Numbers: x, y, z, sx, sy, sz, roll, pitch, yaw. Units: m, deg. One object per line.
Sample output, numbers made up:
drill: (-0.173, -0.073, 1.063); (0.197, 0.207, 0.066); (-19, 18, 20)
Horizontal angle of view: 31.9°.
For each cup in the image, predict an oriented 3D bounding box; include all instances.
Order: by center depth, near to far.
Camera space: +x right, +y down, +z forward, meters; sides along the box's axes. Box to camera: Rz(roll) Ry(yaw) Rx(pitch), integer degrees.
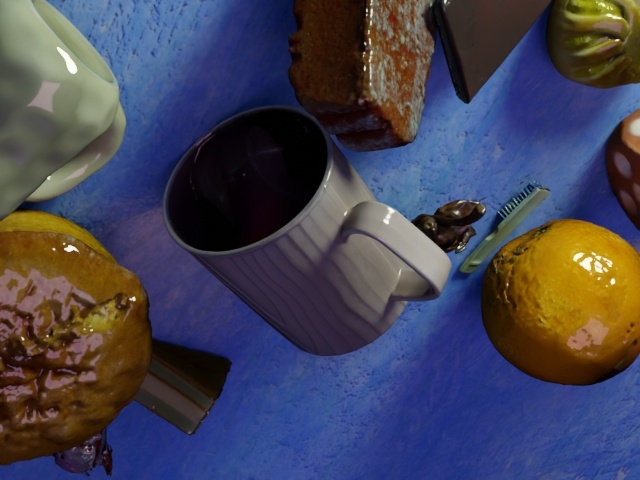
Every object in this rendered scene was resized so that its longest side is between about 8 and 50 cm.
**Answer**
cup: (-0.296, -0.112, 1.142); (0.202, 0.173, 0.255); (-40, 132, 7)
cup: (-0.001, -0.015, 1.331); (0.288, 0.208, 0.273); (-18, 140, 22)

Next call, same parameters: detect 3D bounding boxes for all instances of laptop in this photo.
laptop: (0.208, -0.283, 1.329); (0.207, 0.026, 0.154); (-50, 138, -25)

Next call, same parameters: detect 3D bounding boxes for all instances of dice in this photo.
dice: (0.528, -0.100, 1.600); (0.174, 0.179, 0.175); (-28, 128, -6)

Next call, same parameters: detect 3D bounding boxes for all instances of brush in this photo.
brush: (0.260, -0.019, 1.618); (0.033, 0.030, 0.178); (5, 133, -50)

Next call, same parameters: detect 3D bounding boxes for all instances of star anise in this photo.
star anise: (0.160, -0.009, 1.489); (0.234, 0.073, 0.177); (-32, 180, 35)

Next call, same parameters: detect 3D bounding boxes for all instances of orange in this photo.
orange: (0.352, 0.090, 1.600); (0.246, 0.246, 0.246); (-15, 130, -18)

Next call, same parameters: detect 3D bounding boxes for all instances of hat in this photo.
hat: (-0.375, 0.233, 1.431); (0.228, 0.128, 0.140); (5, 140, -11)

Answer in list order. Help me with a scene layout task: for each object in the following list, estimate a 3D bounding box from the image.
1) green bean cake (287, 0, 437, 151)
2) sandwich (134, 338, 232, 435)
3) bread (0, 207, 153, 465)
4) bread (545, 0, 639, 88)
green bean cake: (0.041, -0.227, 1.217); (0.097, 0.232, 0.198); (-5, 153, 34)
sandwich: (-0.212, 0.173, 1.515); (0.163, 0.113, 0.079); (33, 109, -5)
bread: (-0.342, 0.105, 1.275); (0.312, 0.172, 0.312); (-11, 124, -17)
bread: (0.395, -0.281, 1.438); (0.213, 0.104, 0.213); (-13, 126, -19)
